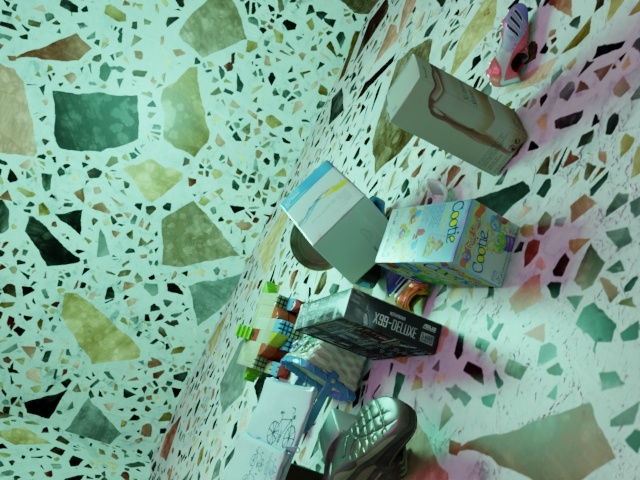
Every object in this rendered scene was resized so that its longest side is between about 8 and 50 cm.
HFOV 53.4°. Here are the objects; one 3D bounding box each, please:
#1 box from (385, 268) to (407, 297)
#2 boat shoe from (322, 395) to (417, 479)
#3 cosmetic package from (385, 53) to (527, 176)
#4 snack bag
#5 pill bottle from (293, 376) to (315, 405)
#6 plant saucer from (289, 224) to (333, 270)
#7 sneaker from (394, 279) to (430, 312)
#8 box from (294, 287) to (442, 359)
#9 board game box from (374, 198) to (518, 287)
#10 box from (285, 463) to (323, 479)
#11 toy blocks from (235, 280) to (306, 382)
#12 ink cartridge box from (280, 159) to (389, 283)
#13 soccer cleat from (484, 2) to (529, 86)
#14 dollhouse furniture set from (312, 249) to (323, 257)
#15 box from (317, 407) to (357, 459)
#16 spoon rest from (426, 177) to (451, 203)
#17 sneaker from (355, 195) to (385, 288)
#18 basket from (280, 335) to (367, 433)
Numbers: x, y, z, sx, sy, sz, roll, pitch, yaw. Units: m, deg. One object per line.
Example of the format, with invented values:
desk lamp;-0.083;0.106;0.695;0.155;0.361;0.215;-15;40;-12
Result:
box;0.225;0.047;1.734;0.136;0.036;0.225;-54;19;35
boat shoe;0.124;0.442;1.359;0.355;0.130;0.132;124;165;-48
cosmetic package;0.311;-0.290;1.475;0.129;0.296;0.153;-56;20;33
snack bag;-0.136;0.503;1.569;0.323;0.037;0.343;-15;49;63
pill bottle;-0.056;0.486;1.927;0.078;0.078;0.137;-31;38;62
plant saucer;0.000;0.000;2.059;0.199;0.198;0.036;-65;-8;2
sneaker;0.252;0.102;1.568;0.067;0.064;0.175;31;93;39
box;0.104;0.210;1.533;0.307;0.242;0.077;-30;40;64
board game box;0.270;0.011;1.400;0.275;0.142;0.144;-3;64;62
box;-0.098;0.742;1.521;0.143;0.191;0.381;-47;25;48
toy blocks;-0.166;0.345;2.342;0.261;0.190;0.381;-4;63;58
ink cartridge box;0.054;-0.056;1.797;0.197;0.198;0.270;-43;35;3
soccer cleat;0.494;-0.494;1.605;0.095;0.083;0.248;9;68;42
dollhouse furniture set;0.069;0.010;2.162;0.183;0.129;0.129;14;-80;-83
box;0.060;0.480;1.543;0.087;0.102;0.101;-64;16;14
spoon rest;0.262;-0.046;1.608;0.084;0.137;0.276;3;50;39
sneaker;0.135;-0.001;1.904;0.341;0.125;0.140;-87;21;-49
basket;-0.018;0.384;1.732;0.289;0.201;0.255;-62;15;-21
